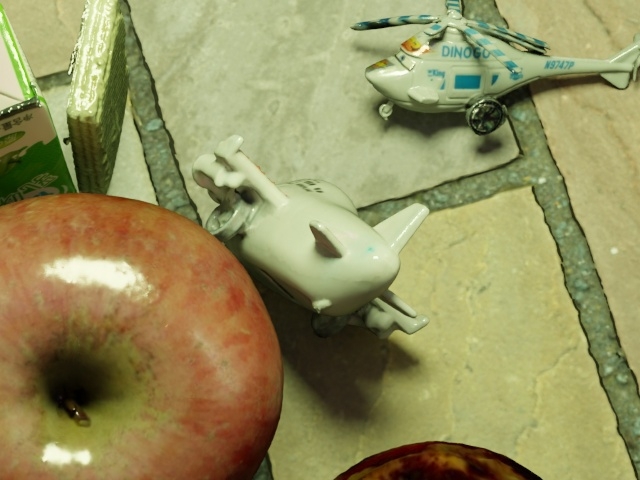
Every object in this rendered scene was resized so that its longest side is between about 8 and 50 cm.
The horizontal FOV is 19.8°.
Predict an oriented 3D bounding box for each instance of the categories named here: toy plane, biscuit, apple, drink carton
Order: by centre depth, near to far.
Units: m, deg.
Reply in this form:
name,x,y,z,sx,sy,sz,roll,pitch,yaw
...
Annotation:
name,x,y,z,sx,sy,sz,roll,pitch,yaw
apple,-0.205,0.115,1.515,0.344,0.269,0.345,0,93,-6
drink carton,-0.306,-0.077,1.550,0.161,0.271,0.108,-24,72,-8
toy plane,-0.003,0.003,1.567,0.252,0.252,0.118,36,78,8
biscuit,-0.194,-0.125,1.607,0.040,0.199,0.121,10,73,-1
toy plane,0.174,-0.163,1.715,0.273,0.107,0.182,-8,29,-31

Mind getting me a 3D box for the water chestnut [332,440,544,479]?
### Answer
name,x,y,z,sx,sy,sz,roll,pitch,yaw
water chestnut,0.097,0.341,1.455,0.350,0.302,0.350,-12,41,11
